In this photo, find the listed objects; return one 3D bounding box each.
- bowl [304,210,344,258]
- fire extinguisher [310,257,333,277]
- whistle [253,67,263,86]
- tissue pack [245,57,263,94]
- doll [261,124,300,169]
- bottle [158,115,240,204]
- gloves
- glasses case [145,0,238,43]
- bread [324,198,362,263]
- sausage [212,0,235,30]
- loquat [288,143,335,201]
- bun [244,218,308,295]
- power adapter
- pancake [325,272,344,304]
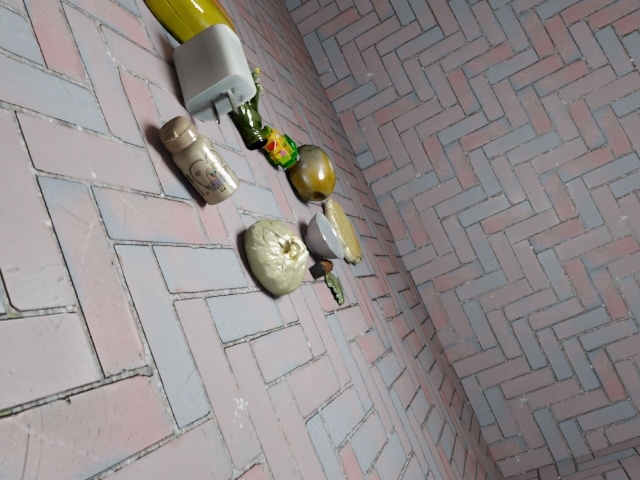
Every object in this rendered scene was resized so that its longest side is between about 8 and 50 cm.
[{"bbox_3d":[0.000,0.000,1.856,0.189,0.086,0.189,53,18,-25],"label":"bowl"},{"bbox_3d":[0.009,0.090,1.820,0.062,0.050,0.177,42,13,7],"label":"fire extinguisher"},{"bbox_3d":[-0.255,-0.638,2.157,0.046,0.057,0.109,-10,80,-28],"label":"whistle"},{"bbox_3d":[-0.276,-0.617,1.987,0.148,0.060,0.108,49,20,-44],"label":"tissue pack"},{"bbox_3d":[-0.148,-0.330,1.863,0.186,0.106,0.134,34,28,-60],"label":"doll"},{"bbox_3d":[-0.282,-0.191,1.228,0.209,0.097,0.110,55,18,-28],"label":"bottle"},{"bbox_3d":[-0.242,-0.428,1.725,0.135,0.107,0.267,-19,101,-66],"label":"gloves"},{"bbox_3d":[-0.375,-0.674,1.611,0.371,0.141,0.173,33,35,-61],"label":"glasses case"},{"bbox_3d":[0.095,-0.035,2.280,0.316,0.054,0.316,55,19,-30],"label":"bread"},{"bbox_3d":[-0.389,-0.793,1.829,0.274,0.105,0.105,33,34,-61],"label":"sausage"},{"bbox_3d":[-0.033,-0.256,2.006,0.179,0.179,0.227,34,38,-61],"label":"loquat"},{"bbox_3d":[-0.103,0.035,1.395,0.222,0.128,0.222,59,16,-28],"label":"bun"},{"bbox_3d":[-0.283,-0.430,1.437,0.124,0.187,0.255,32,36,-61],"label":"power adapter"},{"bbox_3d":[0.055,0.166,1.890,0.129,0.023,0.116,62,13,-5],"label":"pancake"}]
